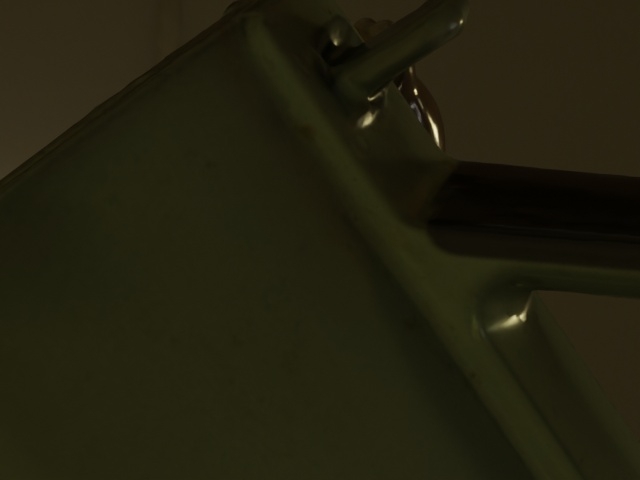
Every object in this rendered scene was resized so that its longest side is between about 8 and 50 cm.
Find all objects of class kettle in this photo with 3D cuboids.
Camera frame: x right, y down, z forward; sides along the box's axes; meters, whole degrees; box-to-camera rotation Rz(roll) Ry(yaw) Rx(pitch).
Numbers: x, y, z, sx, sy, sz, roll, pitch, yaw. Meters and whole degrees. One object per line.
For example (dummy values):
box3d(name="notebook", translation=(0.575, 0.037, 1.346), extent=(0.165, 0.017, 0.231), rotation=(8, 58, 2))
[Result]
box3d(name="kettle", translation=(0.044, 0.104, 0.547), extent=(0.361, 0.250, 0.377), rotation=(-34, -83, 23))

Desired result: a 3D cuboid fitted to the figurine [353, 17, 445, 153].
box3d(name="figurine", translation=(0.000, 0.006, 0.976), extent=(0.173, 0.247, 0.177), rotation=(3, -115, 27))
